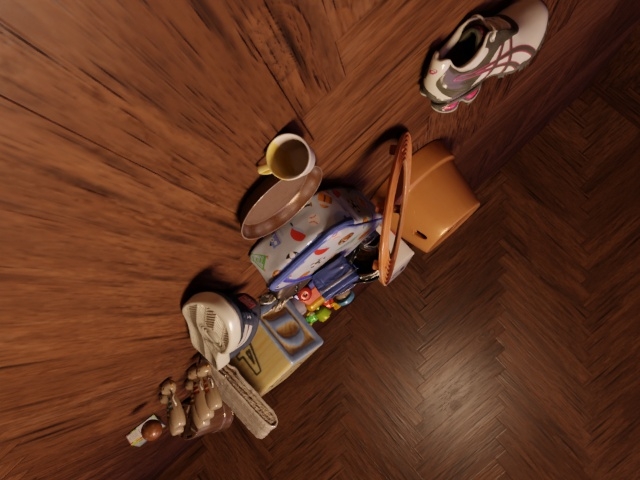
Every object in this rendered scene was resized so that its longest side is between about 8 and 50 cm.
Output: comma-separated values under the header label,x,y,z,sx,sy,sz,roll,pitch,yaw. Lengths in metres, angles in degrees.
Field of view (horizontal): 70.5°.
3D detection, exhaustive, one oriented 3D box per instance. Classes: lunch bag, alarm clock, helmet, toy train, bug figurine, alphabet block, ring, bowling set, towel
label,x,y,z,sx,sy,sz,roll,pitch,yaw
lunch bag,0.000,0.000,0.968,0.243,0.115,0.303,-45,165,21
alarm clock,-0.059,0.089,1.186,0.192,0.064,0.129,-40,166,-20
helmet,0.095,0.032,1.188,0.169,0.169,0.161,-48,155,25
lunch bag,0.037,0.081,0.958,0.098,0.065,0.067,-34,169,2
toy train,-0.029,0.178,1.299,0.248,0.143,0.105,-41,-161,-6
bug figurine,-0.057,0.296,1.566,0.279,0.072,0.216,-39,173,-26
alphabet block,-0.149,0.314,1.344,0.197,0.193,0.192,-49,163,26
ring,0.158,-0.069,0.996,0.336,0.032,0.336,9,90,-74
bowling set,-0.392,0.433,1.229,0.200,0.154,0.287,-9,151,-32
towel,-0.236,0.432,1.275,0.049,0.282,0.187,-39,166,-33

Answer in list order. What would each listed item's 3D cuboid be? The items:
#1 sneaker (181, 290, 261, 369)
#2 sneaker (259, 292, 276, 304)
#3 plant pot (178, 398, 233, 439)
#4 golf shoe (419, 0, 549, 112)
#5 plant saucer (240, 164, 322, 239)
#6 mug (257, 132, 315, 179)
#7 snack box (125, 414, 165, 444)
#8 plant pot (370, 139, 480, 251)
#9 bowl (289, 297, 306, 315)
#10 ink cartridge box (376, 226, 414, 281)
label,x,y,z,sx,sy,sz,roll,pitch,yaw
sneaker,-0.186,0.154,0.932,0.148,0.131,0.350,-42,174,-28
sneaker,-0.143,0.164,1.237,0.035,0.031,0.083,-48,165,25
plant pot,-0.433,0.637,1.649,0.167,0.167,0.165,-47,158,19
golf shoe,0.290,-0.332,0.767,0.273,0.105,0.120,-41,159,-5
plant saucer,-0.069,-0.068,0.740,0.168,0.029,0.168,-38,165,-12
mug,-0.043,-0.116,0.634,0.064,0.078,0.062,-24,126,-75
snack box,-0.561,0.614,1.460,0.100,0.037,0.141,-34,165,-24
plant pot,0.302,-0.105,1.271,0.291,0.203,0.291,-39,165,-12
bowl,-0.108,0.257,1.574,0.142,0.053,0.142,-42,166,8
ink cartridge box,0.199,0.038,1.488,0.100,0.172,0.237,-40,166,-9
